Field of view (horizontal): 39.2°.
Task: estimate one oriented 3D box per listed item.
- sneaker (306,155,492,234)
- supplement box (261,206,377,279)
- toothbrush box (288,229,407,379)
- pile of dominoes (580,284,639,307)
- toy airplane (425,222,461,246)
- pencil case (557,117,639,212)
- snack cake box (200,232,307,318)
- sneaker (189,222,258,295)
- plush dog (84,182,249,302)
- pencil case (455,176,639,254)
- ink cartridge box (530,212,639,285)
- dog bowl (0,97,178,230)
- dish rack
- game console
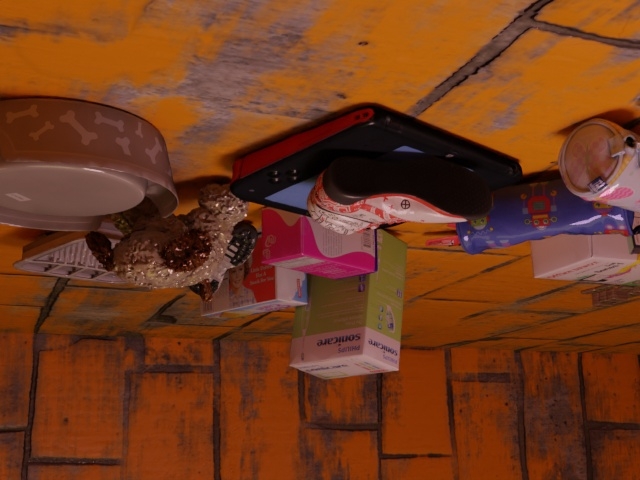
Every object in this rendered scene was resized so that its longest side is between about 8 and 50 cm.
[{"bbox_3d":[0.114,-0.062,1.373,0.270,0.090,0.145,5,160,-19],"label":"sneaker"},{"bbox_3d":[0.000,0.000,1.733,0.114,0.111,0.220,-12,161,39],"label":"supplement box"},{"bbox_3d":[0.059,0.132,1.877,0.206,0.283,0.122,-15,148,40],"label":"toothbrush box"},{"bbox_3d":[0.881,0.150,2.531,0.196,0.040,0.251,6,165,-25],"label":"pile of dominoes"},{"bbox_3d":[0.292,-0.012,1.876,0.151,0.028,0.151,-2,165,-1],"label":"toy airplane"},{"bbox_3d":[0.484,-0.105,1.357,0.273,0.113,0.124,11,142,-37],"label":"pencil case"},{"bbox_3d":[-0.149,0.078,1.949,0.089,0.152,0.264,12,161,-43],"label":"snack cake box"},{"bbox_3d":[-0.197,0.018,1.869,0.078,0.106,0.234,31,133,-14],"label":"sneaker"},{"bbox_3d":[-0.259,0.020,1.512,0.263,0.210,0.225,-6,-175,23],"label":"plush dog"},{"bbox_3d":[0.390,-0.050,1.554,0.306,0.119,0.133,-8,175,24],"label":"pencil case"},{"bbox_3d":[0.593,0.012,1.810,0.278,0.117,0.201,5,165,-20],"label":"ink cartridge box"},{"bbox_3d":[-0.383,-0.105,1.315,0.349,0.102,0.349,-1,165,0],"label":"dog bowl"},{"bbox_3d":[-0.439,0.017,1.851,0.286,0.072,0.333,13,160,-42],"label":"dish rack"},{"bbox_3d":[0.085,-0.101,1.452,0.387,0.060,0.342,12,161,-44],"label":"game console"}]
